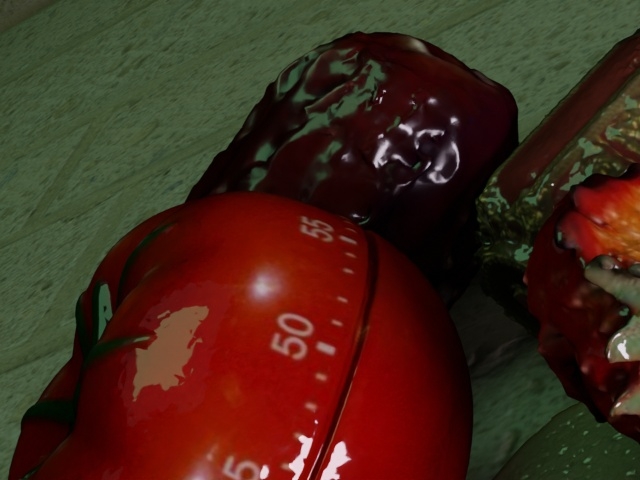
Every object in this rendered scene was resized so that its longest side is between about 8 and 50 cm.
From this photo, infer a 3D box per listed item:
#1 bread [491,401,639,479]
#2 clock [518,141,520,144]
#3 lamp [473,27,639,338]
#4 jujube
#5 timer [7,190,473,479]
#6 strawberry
[{"bbox_3d":[0.195,0.173,1.200,0.236,0.070,0.236,-32,20,13],"label":"bread"},{"bbox_3d":[0.104,-0.010,1.737,0.211,0.066,0.159,-30,22,20],"label":"clock"},{"bbox_3d":[0.238,-0.044,1.448,0.274,0.177,0.177,-45,22,-18],"label":"lamp"},{"bbox_3d":[0.000,0.000,1.557,0.377,0.258,0.258,-61,15,18],"label":"jujube"},{"bbox_3d":[-0.060,0.156,1.284,0.378,0.279,0.378,-60,10,18],"label":"timer"},{"bbox_3d":[0.240,0.046,1.112,0.253,0.150,0.280,7,24,-3],"label":"strawberry"}]
